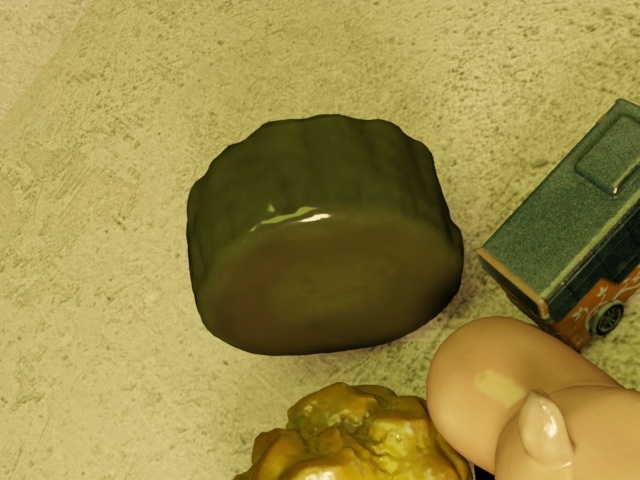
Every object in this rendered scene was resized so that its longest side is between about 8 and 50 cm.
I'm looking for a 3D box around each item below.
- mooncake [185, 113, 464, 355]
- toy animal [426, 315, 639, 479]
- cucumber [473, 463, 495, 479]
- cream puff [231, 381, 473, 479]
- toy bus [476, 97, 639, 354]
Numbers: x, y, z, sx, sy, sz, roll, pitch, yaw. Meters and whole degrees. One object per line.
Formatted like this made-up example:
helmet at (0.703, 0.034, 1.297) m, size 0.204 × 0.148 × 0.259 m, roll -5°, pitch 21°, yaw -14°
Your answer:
mooncake at (0.000, 0.000, 1.197) m, size 0.356 × 0.356 × 0.194 m, roll -25°, pitch 51°, yaw 22°
toy animal at (0.240, 0.205, 0.954) m, size 0.326 × 0.269 × 0.237 m, roll 27°, pitch 120°, yaw 32°
cucumber at (0.209, 0.231, 1.114) m, size 0.056 × 0.056 × 0.284 m, roll -14°, pitch 54°, yaw 29°
cream puff at (0.001, 0.309, 1.072) m, size 0.324 × 0.257 × 0.291 m, roll -42°, pitch 49°, yaw 19°
toy bus at (0.334, -0.020, 1.092) m, size 0.275 × 0.167 × 0.138 m, roll -47°, pitch 47°, yaw 3°
